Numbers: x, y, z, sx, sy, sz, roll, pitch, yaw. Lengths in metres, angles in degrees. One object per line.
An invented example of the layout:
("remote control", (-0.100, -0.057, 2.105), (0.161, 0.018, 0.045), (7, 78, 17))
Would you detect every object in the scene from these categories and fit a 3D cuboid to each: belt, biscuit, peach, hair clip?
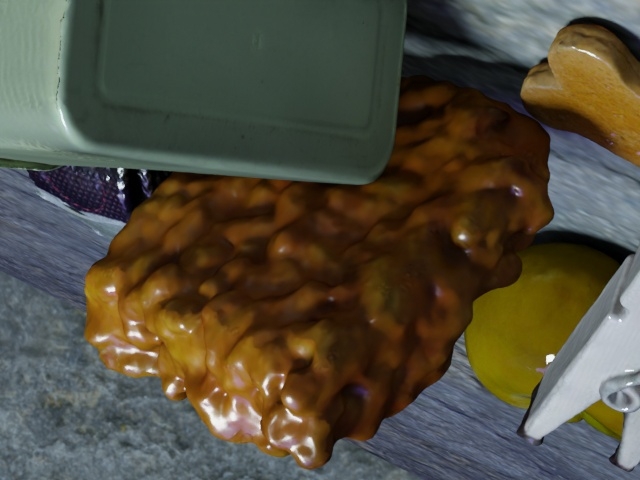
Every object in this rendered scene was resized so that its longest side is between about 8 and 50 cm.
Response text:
("belt", (-0.136, -0.077, 1.492), (0.164, 0.184, 0.289), (16, 168, 23))
("biscuit", (0.254, -0.062, 1.122), (0.250, 0.036, 0.165), (31, 167, -2))
("peach", (0.249, 0.099, 1.491), (0.251, 0.153, 0.251), (25, 176, 2))
("hair clip", (0.243, 0.074, 1.222), (0.101, 0.085, 0.331), (29, 151, 5))
("biscuit", (0.000, 0.000, 1.200), (0.312, 0.318, 0.110), (25, 153, 49))

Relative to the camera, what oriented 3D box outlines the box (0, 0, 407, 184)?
("box", (-0.175, -0.133, 1.100), (0.344, 0.177, 0.352), (5, -179, 35))
